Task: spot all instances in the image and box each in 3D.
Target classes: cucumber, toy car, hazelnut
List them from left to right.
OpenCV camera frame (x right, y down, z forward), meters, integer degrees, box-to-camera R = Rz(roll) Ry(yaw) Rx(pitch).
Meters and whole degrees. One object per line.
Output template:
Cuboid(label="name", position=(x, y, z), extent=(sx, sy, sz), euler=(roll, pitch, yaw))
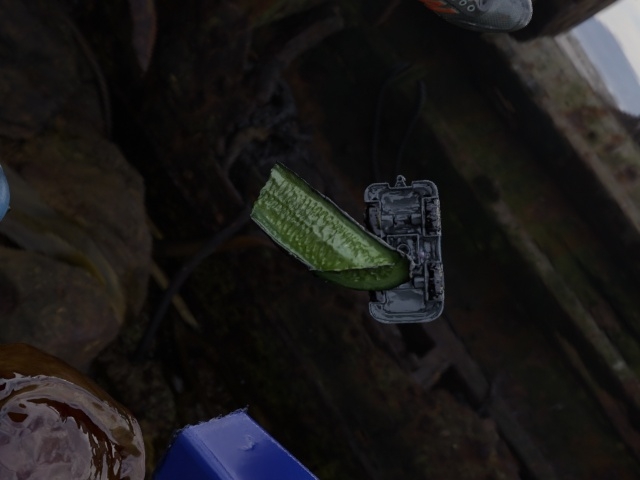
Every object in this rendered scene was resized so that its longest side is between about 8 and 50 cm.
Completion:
Cuboid(label="hazelnut", position=(-0.221, 0.163, 0.681), extent=(0.201, 0.170, 0.160), euler=(32, 21, -28))
Cuboid(label="cucumber", position=(0.000, 0.000, 0.895), extent=(0.220, 0.070, 0.046), euler=(38, -19, 43))
Cuboid(label="toy car", position=(0.112, 0.013, 1.230), extent=(0.100, 0.097, 0.191), euler=(27, 61, -78))

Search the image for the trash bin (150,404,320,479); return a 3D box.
Cuboid(label="trash bin", position=(-0.066, 0.303, 1.030), extent=(0.234, 0.184, 0.162), euler=(43, 27, 29))

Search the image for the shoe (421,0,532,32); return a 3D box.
Cuboid(label="shoe", position=(0.120, -0.247, 0.897), extent=(0.194, 0.074, 0.077), euler=(26, 26, -15))

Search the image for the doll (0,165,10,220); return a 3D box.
Cuboid(label="doll", position=(-0.518, -0.082, 1.317), extent=(0.177, 0.141, 0.314), euler=(38, -3, -11))
